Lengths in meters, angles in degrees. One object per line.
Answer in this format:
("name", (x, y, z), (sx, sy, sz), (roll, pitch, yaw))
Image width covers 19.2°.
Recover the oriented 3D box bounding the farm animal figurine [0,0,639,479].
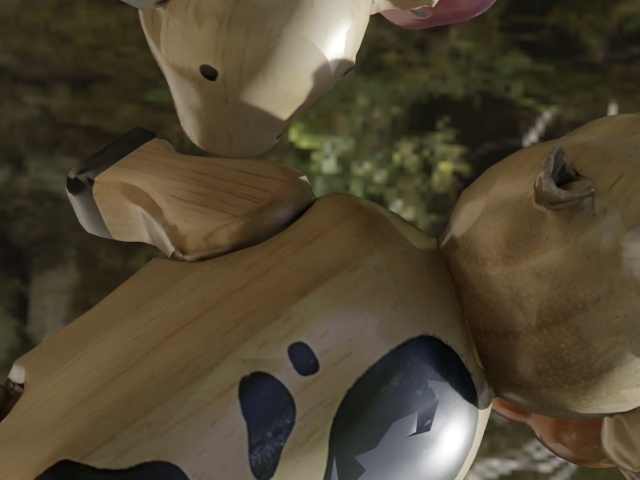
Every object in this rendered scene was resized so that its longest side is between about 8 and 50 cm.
("farm animal figurine", (0.000, 0.000, 0.443), (0.326, 0.172, 0.330), (-52, 124, -15))
